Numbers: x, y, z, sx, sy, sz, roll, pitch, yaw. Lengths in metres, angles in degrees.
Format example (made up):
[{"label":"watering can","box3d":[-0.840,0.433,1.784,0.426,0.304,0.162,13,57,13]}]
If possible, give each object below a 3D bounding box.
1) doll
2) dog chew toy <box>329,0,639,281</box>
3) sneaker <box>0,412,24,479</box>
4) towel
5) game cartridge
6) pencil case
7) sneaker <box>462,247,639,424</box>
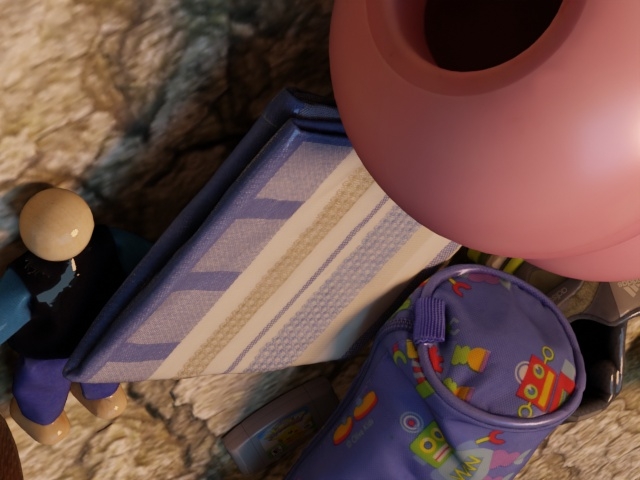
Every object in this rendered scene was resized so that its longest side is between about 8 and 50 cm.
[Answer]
[{"label":"doll","box3d":[-0.139,0.041,1.007,0.129,0.046,0.189,-23,149,-22]},{"label":"dog chew toy","box3d":[0.142,-0.071,0.967,0.206,0.206,0.332,-41,150,11]},{"label":"sneaker","box3d":[-0.237,0.135,1.019,0.123,0.106,0.290,-9,152,5]},{"label":"towel","box3d":[0.000,0.000,1.065,0.209,0.034,0.285,-49,156,23]},{"label":"game cartridge","box3d":[-0.025,0.125,1.279,0.083,0.017,0.056,-32,147,-5]},{"label":"pencil case","box3d":[0.048,0.144,1.236,0.133,0.119,0.306,17,136,-17]},{"label":"sneaker","box3d":[0.133,0.091,1.282,0.111,0.121,0.300,-16,145,-30]}]
